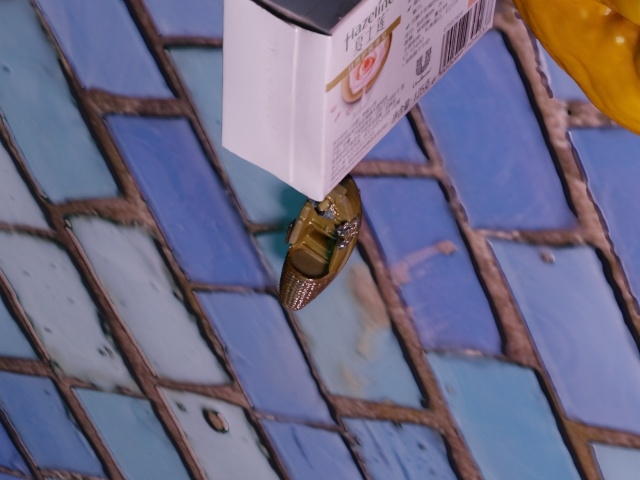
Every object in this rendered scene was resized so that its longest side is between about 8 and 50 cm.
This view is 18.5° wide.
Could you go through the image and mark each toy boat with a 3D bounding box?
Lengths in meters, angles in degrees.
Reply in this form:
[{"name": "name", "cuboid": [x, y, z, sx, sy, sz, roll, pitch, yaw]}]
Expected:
[{"name": "toy boat", "cuboid": [0.000, 0.000, 1.458, 0.047, 0.049, 0.149, 33, 144, 11]}]

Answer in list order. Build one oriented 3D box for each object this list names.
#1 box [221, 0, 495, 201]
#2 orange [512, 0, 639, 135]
[{"name": "box", "cuboid": [0.028, -0.138, 1.157, 0.081, 0.199, 0.135, 28, 142, 20]}, {"name": "orange", "cuboid": [0.218, -0.183, 0.857, 0.341, 0.293, 0.340, 23, 141, 20]}]
